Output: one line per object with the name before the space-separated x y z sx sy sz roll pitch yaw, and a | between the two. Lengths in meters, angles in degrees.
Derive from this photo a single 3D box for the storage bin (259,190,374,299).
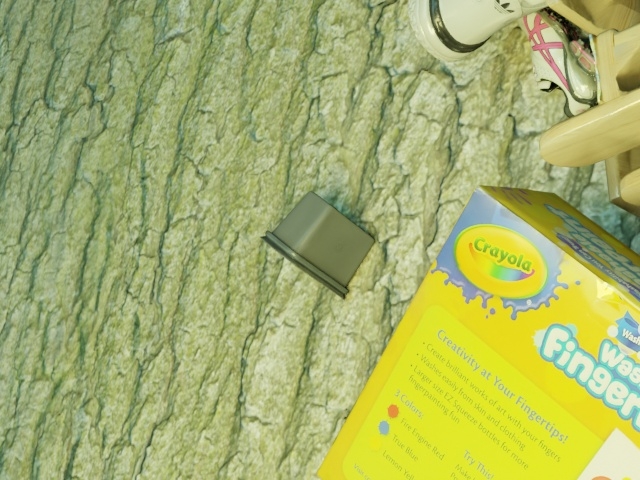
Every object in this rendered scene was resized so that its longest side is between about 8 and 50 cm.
storage bin | 0.000 0.000 1.948 0.091 0.135 0.098 -52 43 0

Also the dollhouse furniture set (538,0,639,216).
dollhouse furniture set | 0.315 -0.196 1.505 0.256 0.394 0.362 -23 58 38

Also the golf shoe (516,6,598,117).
golf shoe | 0.277 -0.225 1.798 0.086 0.067 0.186 -51 45 19

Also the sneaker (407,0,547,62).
sneaker | 0.241 -0.392 1.812 0.210 0.137 0.366 -17 46 46

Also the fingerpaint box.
fingerpaint box | 0.262 0.217 1.464 0.445 0.163 0.371 40 112 33
